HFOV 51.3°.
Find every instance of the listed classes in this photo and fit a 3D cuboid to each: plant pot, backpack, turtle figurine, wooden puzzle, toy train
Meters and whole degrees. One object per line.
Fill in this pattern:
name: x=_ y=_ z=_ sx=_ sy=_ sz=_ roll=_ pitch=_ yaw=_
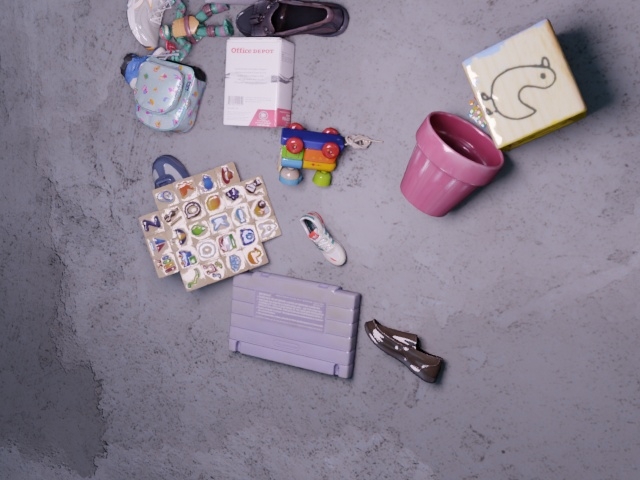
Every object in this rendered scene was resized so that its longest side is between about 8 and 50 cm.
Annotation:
plant pot: x=0.277 y=-0.160 z=1.492 sx=0.201 sy=0.201 sz=0.180 roll=42 pitch=126 yaw=14
backpack: x=-0.410 y=-0.383 z=1.784 sx=0.166 sy=0.144 sz=0.188 roll=19 pitch=106 yaw=15
turtle figurine: x=-0.351 y=-0.565 z=1.750 sx=0.234 sy=0.118 sz=0.175 roll=-12 pitch=101 yaw=11
wooden puzzle: x=0.370 y=-0.291 z=1.525 sx=0.083 sy=0.006 sz=0.049 roll=43 pitch=110 yaw=13
toy train: x=0.020 y=-0.196 z=1.648 sx=0.248 sy=0.105 sz=0.143 roll=7 pitch=124 yaw=-6

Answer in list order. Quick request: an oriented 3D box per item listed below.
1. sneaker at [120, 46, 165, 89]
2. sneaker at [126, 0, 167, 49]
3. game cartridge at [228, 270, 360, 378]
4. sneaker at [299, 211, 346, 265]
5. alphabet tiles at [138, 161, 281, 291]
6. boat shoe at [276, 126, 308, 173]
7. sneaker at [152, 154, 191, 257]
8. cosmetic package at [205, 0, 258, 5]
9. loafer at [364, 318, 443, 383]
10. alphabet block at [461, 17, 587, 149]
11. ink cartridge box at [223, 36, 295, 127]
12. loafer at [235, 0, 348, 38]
sneaker: x=-0.500 y=-0.500 z=1.853 sx=0.152 sy=0.058 sz=0.084 roll=-41 pitch=88 yaw=29
sneaker: x=-0.446 y=-0.647 z=1.789 sx=0.121 sy=0.099 sz=0.262 roll=-3 pitch=90 yaw=17
game cartridge: x=-0.073 y=0.211 z=1.751 sx=0.355 sy=0.068 sz=0.230 roll=10 pitch=96 yaw=23
sneaker: x=0.000 y=0.000 z=1.683 sx=0.057 sy=0.075 sz=0.161 roll=-37 pitch=81 yaw=23
alphabet tiles: x=-0.290 y=-0.037 z=1.756 sx=0.343 sy=0.011 sz=0.285 roll=-20 pitch=87 yaw=-4
boat shoe: x=-0.079 y=-0.235 z=1.709 sx=0.045 sy=0.050 sz=0.135 roll=38 pitch=108 yaw=30
sneaker: x=-0.398 y=-0.087 z=1.816 sx=0.112 sy=0.131 sz=0.319 roll=-25 pitch=86 yaw=25
cosmetic package: x=-0.192 y=-0.705 z=1.596 sx=0.224 sy=0.138 sz=0.224 roll=-171 pitch=78 yaw=-64
loafer: x=0.207 y=0.254 z=1.629 sx=0.220 sy=0.080 sz=0.078 roll=36 pitch=99 yaw=11
alphabet block: x=0.428 y=-0.314 z=1.393 sx=0.192 sy=0.193 sz=0.197 roll=-24 pitch=87 yaw=23
ink cartridge box: x=-0.157 y=-0.400 z=1.697 sx=0.159 sy=0.092 sz=0.217 roll=7 pitch=101 yaw=23
loafer: x=-0.085 y=-0.553 z=1.645 sx=0.303 sy=0.095 sz=0.109 roll=6 pitch=98 yaw=23
